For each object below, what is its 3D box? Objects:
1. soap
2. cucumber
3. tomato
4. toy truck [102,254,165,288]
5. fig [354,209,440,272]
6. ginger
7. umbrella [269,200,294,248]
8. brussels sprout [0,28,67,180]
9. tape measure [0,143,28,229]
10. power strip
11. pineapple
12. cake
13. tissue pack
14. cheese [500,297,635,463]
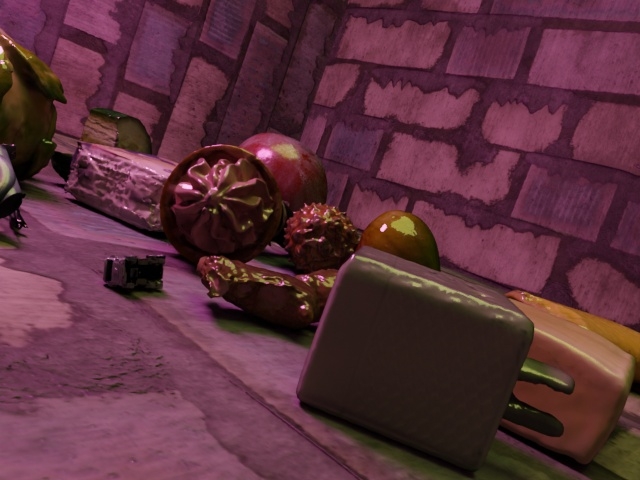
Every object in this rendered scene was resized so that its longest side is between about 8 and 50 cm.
[{"bbox_3d":[0.628,0.232,1.226,0.428,0.115,0.306,18,2,-21],"label":"soap"},{"bbox_3d":[-0.456,-0.180,1.186,0.130,0.191,0.191,22,6,15],"label":"cucumber"},{"bbox_3d":[-0.134,-0.153,1.569,0.317,0.282,0.316,25,-15,7],"label":"tomato"},{"bbox_3d":[-0.210,0.035,0.623,0.044,0.039,0.083,4,-1,19],"label":"toy truck"},{"bbox_3d":[0.141,0.049,1.006,0.181,0.181,0.191,11,42,-58],"label":"fig"},{"bbox_3d":[-0.014,0.072,0.692,0.290,0.084,0.122,18,-1,-27],"label":"ginger"},{"bbox_3d":[-0.092,-0.030,1.231,0.106,0.113,0.358,28,-3,23],"label":"umbrella"},{"bbox_3d":[-0.569,-0.229,0.902,0.227,0.294,0.259,-6,19,19],"label":"brussels sprout"},{"bbox_3d":[-0.424,-0.043,0.669,0.107,0.104,0.180,-12,-11,-35],"label":"tape measure"},{"bbox_3d":[0.111,0.106,0.501,0.225,0.139,0.140,20,5,7],"label":"power strip"},{"bbox_3d":[0.000,0.000,1.123,0.166,0.166,0.193,19,6,-9],"label":"pineapple"},{"bbox_3d":[-0.160,-0.044,0.850,0.185,0.207,0.178,42,11,-2],"label":"cake"},{"bbox_3d":[-0.305,-0.096,1.119,0.243,0.125,0.344,23,6,21],"label":"tissue pack"},{"bbox_3d":[0.255,0.149,0.695,0.243,0.123,0.266,19,4,31],"label":"cheese"}]
